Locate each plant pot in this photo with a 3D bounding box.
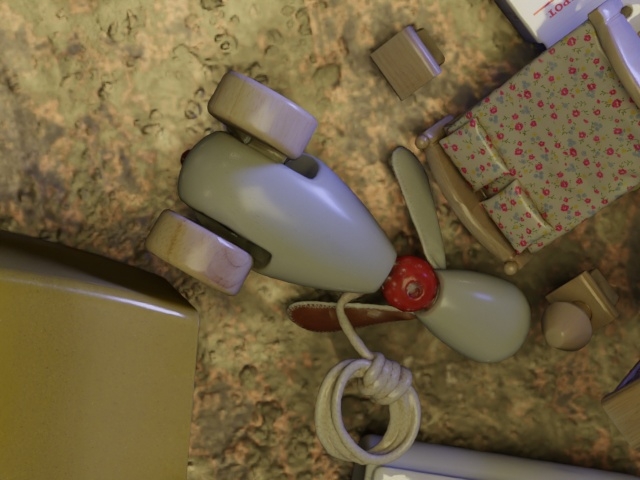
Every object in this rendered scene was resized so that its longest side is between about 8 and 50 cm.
[{"bbox_3d":[-0.203,0.107,1.240,0.187,0.212,0.212,2,99,-17],"label":"plant pot"}]

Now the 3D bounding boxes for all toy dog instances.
[{"bbox_3d":[0.000,0.000,1.282,0.220,0.161,0.333,-42,113,-5],"label":"toy dog"}]

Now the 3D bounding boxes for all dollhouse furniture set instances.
[{"bbox_3d":[0.210,-0.054,1.159,0.303,0.174,0.355,-36,91,39],"label":"dollhouse furniture set"}]

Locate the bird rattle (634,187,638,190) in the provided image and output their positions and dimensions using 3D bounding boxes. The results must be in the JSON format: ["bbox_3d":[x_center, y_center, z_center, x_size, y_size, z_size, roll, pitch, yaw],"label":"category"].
[{"bbox_3d":[0.361,-0.119,1.253,0.143,0.207,0.253,14,106,-30],"label":"bird rattle"}]

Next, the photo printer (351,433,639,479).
[{"bbox_3d":[0.163,0.307,1.344,0.307,0.107,0.256,9,98,-7],"label":"photo printer"}]

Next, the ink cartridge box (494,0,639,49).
[{"bbox_3d":[0.180,-0.238,1.278,0.115,0.067,0.198,-37,99,2],"label":"ink cartridge box"}]
